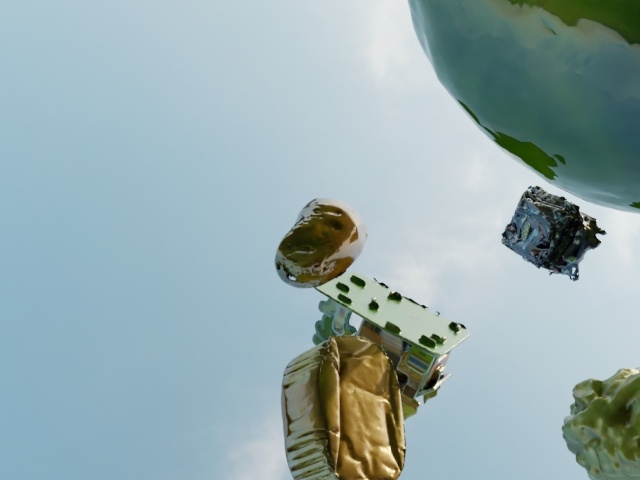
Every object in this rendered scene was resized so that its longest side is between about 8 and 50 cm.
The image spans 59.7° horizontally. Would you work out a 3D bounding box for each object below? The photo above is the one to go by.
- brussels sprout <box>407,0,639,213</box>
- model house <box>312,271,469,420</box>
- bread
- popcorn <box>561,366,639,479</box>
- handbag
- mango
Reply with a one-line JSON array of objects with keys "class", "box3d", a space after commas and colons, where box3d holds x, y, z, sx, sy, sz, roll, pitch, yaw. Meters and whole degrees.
[{"class": "brussels sprout", "box3d": [0.253, -0.198, 0.372, 0.425, 0.342, 0.361, 35, -103, -13]}, {"class": "model house", "box3d": [0.107, 0.275, 1.301, 0.358, 0.312, 0.242, 28, -165, 25]}, {"class": "bread", "box3d": [0.034, 0.327, 1.026, 0.204, 0.156, 0.288, 14, -128, -34]}, {"class": "popcorn", "box3d": [0.511, 0.269, 0.808, 0.286, 0.225, 0.173, -33, -135, 24]}, {"class": "handbag", "box3d": [0.496, -0.023, 1.222, 0.113, 0.162, 0.260, 21, -165, -15]}, {"class": "mango", "box3d": [0.000, 0.000, 1.066, 0.249, 0.151, 0.156, -29, -89, -52]}]
